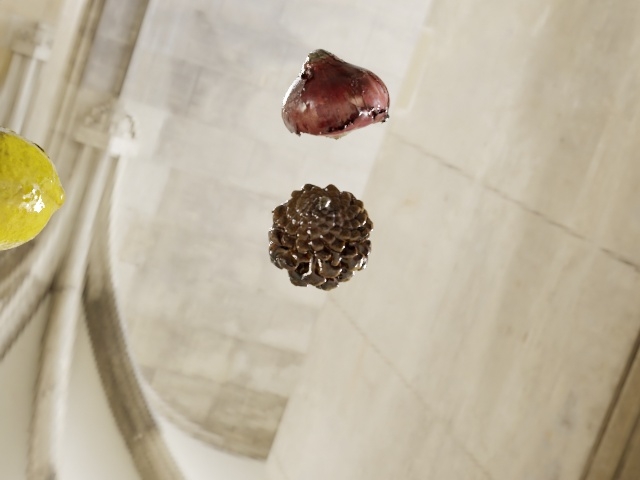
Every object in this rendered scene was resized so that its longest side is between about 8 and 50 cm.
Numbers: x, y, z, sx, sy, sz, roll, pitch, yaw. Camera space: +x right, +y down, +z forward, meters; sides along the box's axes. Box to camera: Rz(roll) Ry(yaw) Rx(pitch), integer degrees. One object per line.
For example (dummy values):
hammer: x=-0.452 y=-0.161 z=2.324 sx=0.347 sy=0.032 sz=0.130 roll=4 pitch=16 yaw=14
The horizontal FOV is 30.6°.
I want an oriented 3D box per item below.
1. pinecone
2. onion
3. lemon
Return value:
pinecone: x=0.000 y=0.000 z=1.722 sx=0.173 sy=0.174 sz=0.173 roll=19 pitch=-170 yaw=-3
onion: x=0.020 y=-0.238 z=1.894 sx=0.184 sy=0.147 sz=0.184 roll=-13 pitch=-157 yaw=6
lemon: x=-0.524 y=-0.080 z=1.810 sx=0.260 sy=0.204 sz=0.204 roll=6 pitch=-165 yaw=-34
